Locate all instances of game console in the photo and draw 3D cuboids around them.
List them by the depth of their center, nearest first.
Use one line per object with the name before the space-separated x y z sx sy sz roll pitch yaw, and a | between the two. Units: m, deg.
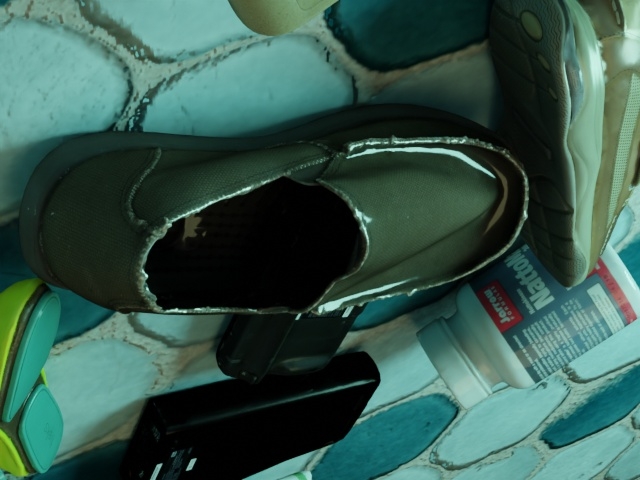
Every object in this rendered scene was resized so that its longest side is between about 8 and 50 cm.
game console | -0.024 0.091 1.105 0.213 0.044 0.361 -9 145 -33

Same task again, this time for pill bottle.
pill bottle | 0.179 0.065 1.182 0.180 0.108 0.108 -34 150 5

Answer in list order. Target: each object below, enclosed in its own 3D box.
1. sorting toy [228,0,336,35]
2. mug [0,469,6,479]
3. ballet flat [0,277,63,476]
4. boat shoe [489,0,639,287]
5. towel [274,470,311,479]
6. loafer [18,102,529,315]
sorting toy | 0.010 -0.254 0.634 0.229 0.041 0.307 -33 144 -3
mug | -0.282 0.189 0.954 0.129 0.157 0.097 31 116 -22
ballet flat | -0.216 0.091 0.903 0.231 0.077 0.077 104 8 -57
boat shoe | 0.197 -0.076 0.981 0.116 0.123 0.324 -28 152 -10
towel | -0.187 0.283 1.218 0.325 0.038 0.248 0 148 -40
loafer | 0.000 0.000 0.865 0.366 0.130 0.133 -9 117 -32
